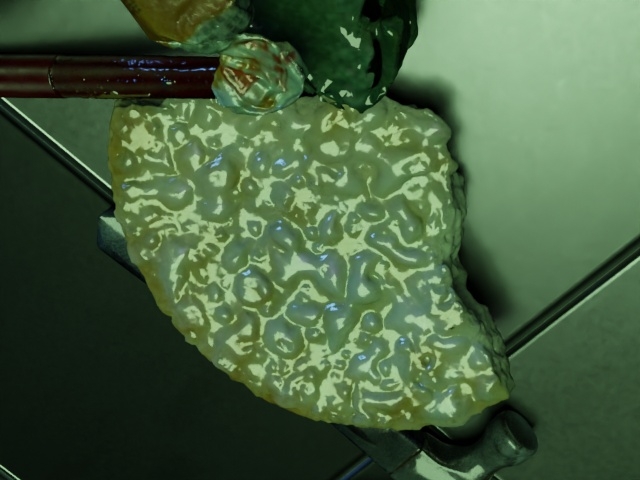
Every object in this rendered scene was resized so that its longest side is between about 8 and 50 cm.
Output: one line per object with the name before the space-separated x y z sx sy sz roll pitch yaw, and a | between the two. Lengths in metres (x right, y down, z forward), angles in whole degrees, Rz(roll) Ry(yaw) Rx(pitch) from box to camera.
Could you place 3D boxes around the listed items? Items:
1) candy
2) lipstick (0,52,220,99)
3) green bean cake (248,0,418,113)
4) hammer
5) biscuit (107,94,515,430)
candy | -0.068 -0.126 0.403 0.053 0.046 0.182 -24 116 23
lipstick | -0.117 -0.087 0.541 0.177 0.027 0.027 5 120 27
green bean cake | -0.064 -0.158 0.470 0.208 0.107 0.193 -1 121 15
hammer | -0.020 0.076 0.626 0.290 0.037 0.137 39 118 -10
biscuit | 0.000 0.000 0.557 0.265 0.040 0.188 41 105 -3
